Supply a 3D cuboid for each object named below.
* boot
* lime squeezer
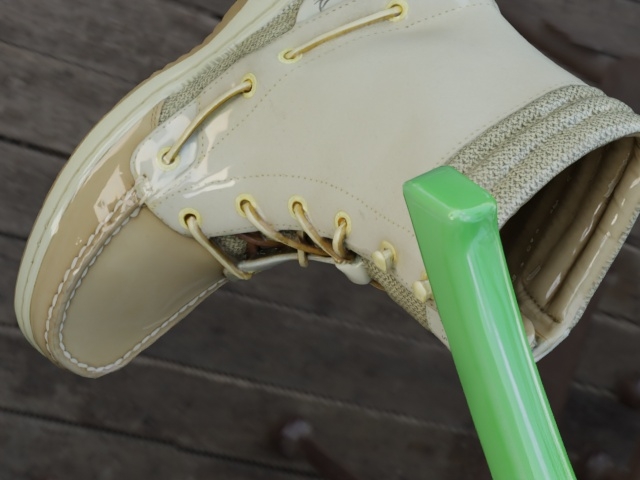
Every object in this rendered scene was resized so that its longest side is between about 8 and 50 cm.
[{"bbox_3d":[0.000,0.000,0.749,0.262,0.203,0.095,-45,141,4],"label":"boot"},{"bbox_3d":[0.049,0.143,0.413,0.059,0.110,0.310,-35,137,-41],"label":"lime squeezer"}]
